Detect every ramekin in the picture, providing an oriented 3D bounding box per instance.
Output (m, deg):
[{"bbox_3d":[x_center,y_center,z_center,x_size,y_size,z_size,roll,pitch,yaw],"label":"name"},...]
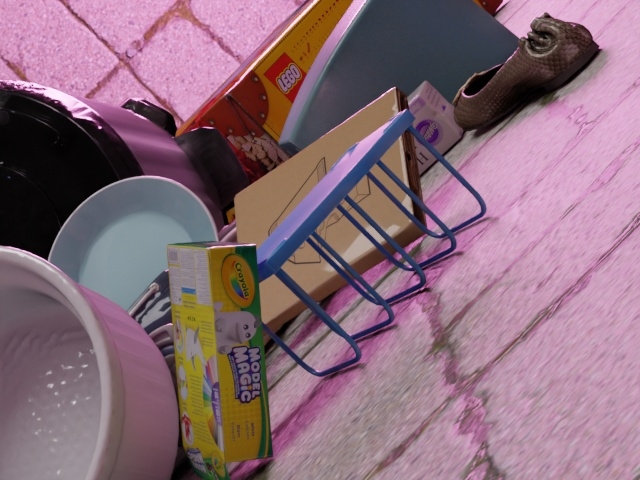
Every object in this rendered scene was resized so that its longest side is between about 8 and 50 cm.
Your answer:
[{"bbox_3d":[-0.249,0.152,1.518,0.277,0.277,0.135,-44,-28,11],"label":"ramekin"}]

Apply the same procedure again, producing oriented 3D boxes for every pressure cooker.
[{"bbox_3d":[-0.287,0.015,2.057,0.420,0.370,0.375,7,-86,-78],"label":"pressure cooker"}]

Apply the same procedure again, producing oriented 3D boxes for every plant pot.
[{"bbox_3d":[0.070,-0.164,2.031,0.234,0.166,0.165,-54,7,-4],"label":"plant pot"}]

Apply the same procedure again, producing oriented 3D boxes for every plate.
[{"bbox_3d":[-0.176,0.030,1.787,0.188,0.188,0.024,-45,-30,4],"label":"plate"}]

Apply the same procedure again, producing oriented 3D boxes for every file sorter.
[{"bbox_3d":[0.027,0.006,1.429,0.170,0.104,0.118,-48,7,-23],"label":"file sorter"}]

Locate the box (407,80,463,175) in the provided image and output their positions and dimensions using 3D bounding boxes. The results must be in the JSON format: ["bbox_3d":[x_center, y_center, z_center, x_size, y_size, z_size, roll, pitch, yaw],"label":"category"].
[{"bbox_3d":[0.012,-0.030,1.929,0.324,0.063,0.067,-43,8,19],"label":"box"}]

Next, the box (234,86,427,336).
[{"bbox_3d":[0.006,-0.024,1.668,0.201,0.021,0.164,-33,43,28],"label":"box"}]

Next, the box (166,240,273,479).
[{"bbox_3d":[-0.074,0.091,1.379,0.043,0.179,0.105,-4,3,-21],"label":"box"}]

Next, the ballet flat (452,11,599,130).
[{"bbox_3d":[0.176,-0.156,1.717,0.084,0.058,0.250,-46,7,-17],"label":"ballet flat"}]

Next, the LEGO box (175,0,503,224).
[{"bbox_3d":[-0.025,-0.178,2.512,0.372,0.193,0.500,-37,10,48],"label":"LEGO box"}]

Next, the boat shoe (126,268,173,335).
[{"bbox_3d":[-0.196,0.134,1.697,0.254,0.079,0.095,-49,-25,7],"label":"boat shoe"}]

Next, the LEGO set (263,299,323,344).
[{"bbox_3d":[-0.054,0.032,1.765,0.287,0.107,0.132,-44,6,9],"label":"LEGO set"}]

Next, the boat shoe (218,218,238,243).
[{"bbox_3d":[-0.121,0.074,1.844,0.335,0.112,0.095,-50,31,-20],"label":"boat shoe"}]

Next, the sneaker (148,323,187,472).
[{"bbox_3d":[-0.168,0.193,1.624,0.297,0.111,0.129,-43,-13,10],"label":"sneaker"}]
